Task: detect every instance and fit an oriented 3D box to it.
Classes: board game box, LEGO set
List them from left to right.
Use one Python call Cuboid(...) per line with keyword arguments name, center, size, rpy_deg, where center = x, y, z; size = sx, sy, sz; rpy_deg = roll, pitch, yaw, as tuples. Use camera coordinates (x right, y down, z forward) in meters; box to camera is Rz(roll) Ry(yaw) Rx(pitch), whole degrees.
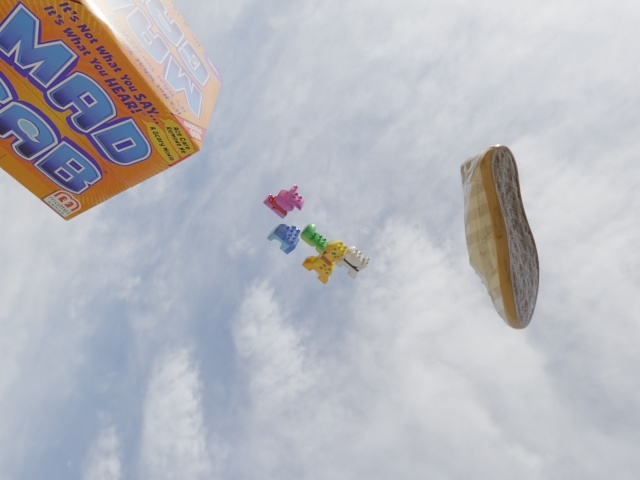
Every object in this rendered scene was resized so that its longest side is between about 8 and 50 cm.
Cuboid(name="board game box", center=(-0.466, -0.334, 0.842), size=(0.355, 0.356, 0.357), rpy_deg=(-22, -140, 16))
Cuboid(name="LEGO set", center=(0.000, 0.000, 0.720), size=(0.093, 0.227, 0.087), rpy_deg=(-35, -159, 44))

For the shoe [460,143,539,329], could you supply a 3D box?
Cuboid(name="shoe", center=(0.215, -0.002, 0.503), size=(0.058, 0.076, 0.219), rpy_deg=(-8, -89, 54))
